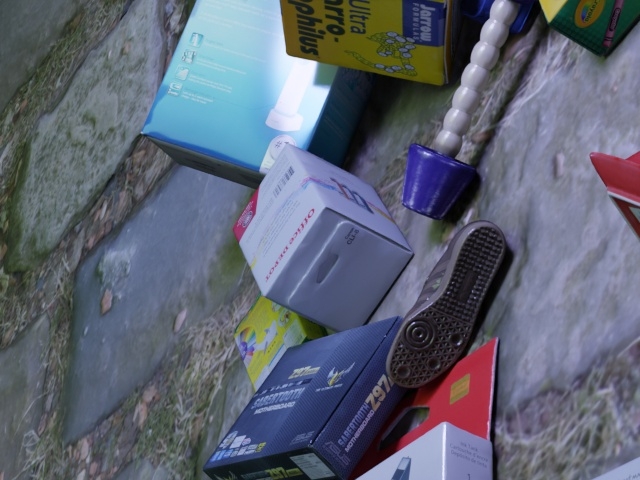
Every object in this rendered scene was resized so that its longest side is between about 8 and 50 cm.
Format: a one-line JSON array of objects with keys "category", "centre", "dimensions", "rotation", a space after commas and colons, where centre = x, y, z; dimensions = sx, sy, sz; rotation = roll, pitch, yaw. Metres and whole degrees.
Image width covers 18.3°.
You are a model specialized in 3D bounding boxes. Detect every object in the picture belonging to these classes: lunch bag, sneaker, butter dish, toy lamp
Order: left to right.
[{"category": "sneaker", "centre": [0.129, 0.065, 2.009], "dimensions": [0.188, 0.066, 0.071], "rotation": [-57, 6, 2]}, {"category": "toy lamp", "centre": [0.158, -0.155, 2.101], "dimensions": [0.275, 0.080, 0.080], "rotation": [-69, 24, 8]}, {"category": "lunch bag", "centre": [0.204, -0.278, 2.163], "dimensions": [0.098, 0.065, 0.067], "rotation": [-67, 21, 8]}, {"category": "butter dish", "centre": [0.327, -0.032, 1.639], "dimensions": [0.118, 0.160, 0.160], "rotation": [-42, 24, -8]}]

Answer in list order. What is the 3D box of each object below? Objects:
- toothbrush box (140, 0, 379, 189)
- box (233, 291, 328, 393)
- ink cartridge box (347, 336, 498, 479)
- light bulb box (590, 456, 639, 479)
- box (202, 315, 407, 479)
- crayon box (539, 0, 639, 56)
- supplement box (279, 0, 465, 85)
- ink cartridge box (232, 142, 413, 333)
[{"category": "toothbrush box", "centre": [-0.052, -0.214, 2.401], "dimensions": [0.216, 0.126, 0.296], "rotation": [17, 81, 23]}, {"category": "box", "centre": [-0.048, 0.112, 2.310], "dimensions": [0.105, 0.043, 0.179], "rotation": [-56, 29, 17]}, {"category": "ink cartridge box", "centre": [0.058, 0.251, 1.949], "dimensions": [0.296, 0.066, 0.261], "rotation": [-39, 35, 42]}, {"category": "light bulb box", "centre": [0.193, 0.390, 1.370], "dimensions": [0.358, 0.225, 0.361], "rotation": [-35, 38, 45]}, {"category": "box", "centre": [-0.006, 0.178, 2.084], "dimensions": [0.183, 0.059, 0.232], "rotation": [-53, 18, -29]}, {"category": "crayon box", "centre": [0.322, -0.341, 1.978], "dimensions": [0.278, 0.081, 0.165], "rotation": [-51, 28, 27]}, {"category": "supplement box", "centre": [0.089, -0.387, 2.247], "dimensions": [0.194, 0.195, 0.357], "rotation": [83, -160, -64]}, {"category": "ink cartridge box", "centre": [0.000, 0.000, 2.219], "dimensions": [0.128, 0.127, 0.176], "rotation": [-56, 26, 16]}]
